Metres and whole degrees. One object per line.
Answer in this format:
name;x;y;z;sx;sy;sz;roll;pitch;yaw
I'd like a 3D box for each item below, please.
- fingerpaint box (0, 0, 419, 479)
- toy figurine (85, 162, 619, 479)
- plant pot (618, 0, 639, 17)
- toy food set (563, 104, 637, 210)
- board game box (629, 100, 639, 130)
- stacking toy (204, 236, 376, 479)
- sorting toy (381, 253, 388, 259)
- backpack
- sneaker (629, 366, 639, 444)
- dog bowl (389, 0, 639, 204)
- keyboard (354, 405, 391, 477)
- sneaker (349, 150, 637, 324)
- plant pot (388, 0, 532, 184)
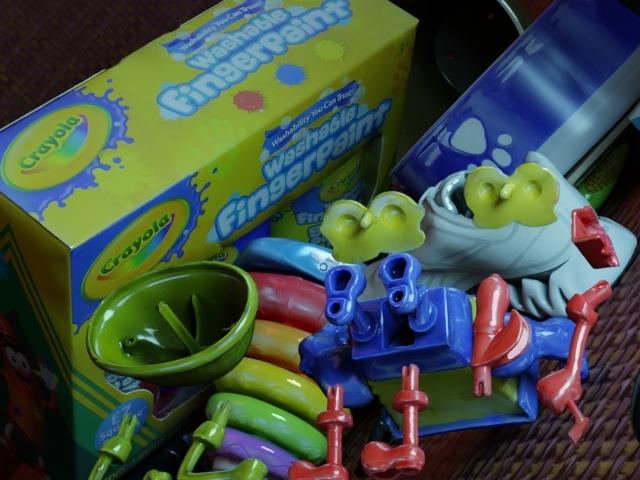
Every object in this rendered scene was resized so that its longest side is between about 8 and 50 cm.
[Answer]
fingerpaint box;-0.120;-0.013;1.656;0.445;0.163;0.371;-36;-31;-34
toy figurine;0.048;0.106;1.140;0.362;0.217;0.191;-13;59;23
plant pot;0.251;-0.232;1.125;0.188;0.187;0.167;-51;-4;-16
toy food set;0.210;-0.037;1.434;0.132;0.038;0.192;-45;-1;-18
board game box;0.382;-0.203;1.157;0.336;0.079;0.254;-52;10;-18
stacking toy;-0.044;0.161;1.487;0.302;0.175;0.166;-65;4;-19
sorting toy;0.000;0.000;1.964;0.365;0.126;0.127;-48;9;5
backpack;-0.166;0.227;1.808;0.115;0.152;0.182;-42;-3;5
sneaker;0.229;0.051;0.795;0.227;0.087;0.130;-37;7;29
dog bowl;0.185;-0.113;1.483;0.265;0.104;0.265;-45;-1;-1
keyboard;0.087;0.112;1.424;0.100;0.038;0.192;108;-170;-45
sneaker;0.107;0.004;1.328;0.292;0.118;0.110;-19;28;50
plant pot;0.146;-0.194;1.879;0.237;0.237;0.254;-45;-5;23
